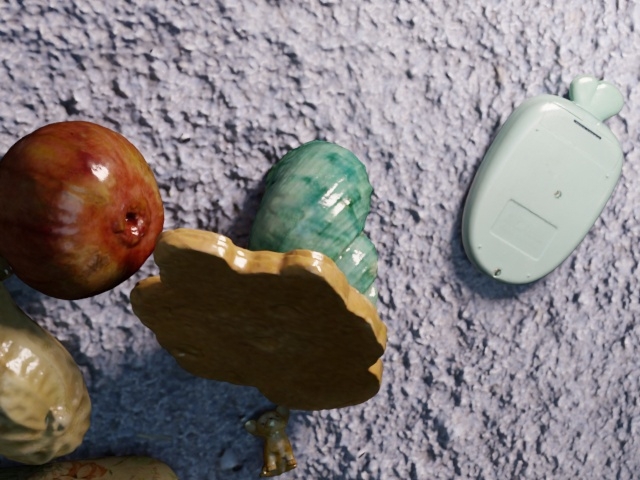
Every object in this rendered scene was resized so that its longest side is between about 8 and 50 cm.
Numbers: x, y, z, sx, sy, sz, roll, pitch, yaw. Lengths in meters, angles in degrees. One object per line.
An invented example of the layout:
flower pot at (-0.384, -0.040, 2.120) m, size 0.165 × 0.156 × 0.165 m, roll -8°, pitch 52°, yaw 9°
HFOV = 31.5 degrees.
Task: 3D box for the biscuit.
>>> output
biscuit at (-0.066, 0.092, 1.292) m, size 0.269 × 0.051 × 0.376 m, roll -13°, pitch 141°, yaw 25°

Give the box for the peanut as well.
peanut at (-0.371, 0.114, 1.234) m, size 0.140 × 0.153 × 0.325 m, roll -37°, pitch 118°, yaw -11°

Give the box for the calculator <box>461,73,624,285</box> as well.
calculator at (0.293, -0.079, 1.460) m, size 0.184 × 0.042 × 0.295 m, roll 29°, pitch 94°, yaw -22°

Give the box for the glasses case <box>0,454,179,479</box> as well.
glasses case at (-0.361, 0.336, 1.288) m, size 0.425 × 0.157 × 0.098 m, roll -3°, pitch 139°, yaw -17°

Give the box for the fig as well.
fig at (-0.275, -0.034, 1.219) m, size 0.205 × 0.205 × 0.205 m, roll -4°, pitch 104°, yaw -17°

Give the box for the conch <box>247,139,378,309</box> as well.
conch at (0.002, 0.003, 1.336) m, size 0.196 × 0.134 × 0.202 m, roll -32°, pitch 109°, yaw -7°

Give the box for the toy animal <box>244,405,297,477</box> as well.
toy animal at (-0.060, 0.251, 1.427) m, size 0.060 × 0.081 × 0.083 m, roll -15°, pitch 71°, yaw -6°
